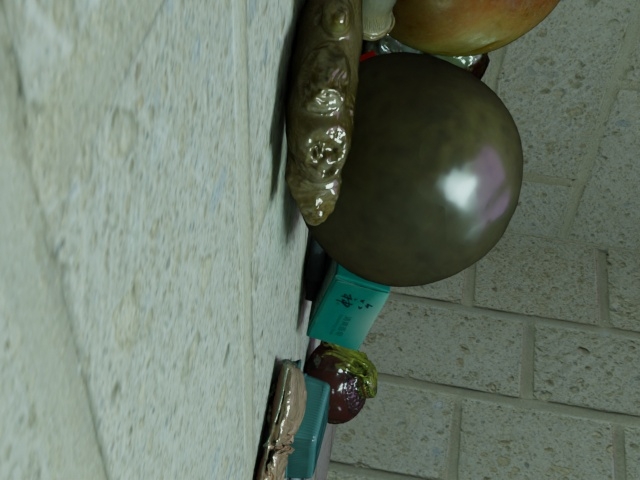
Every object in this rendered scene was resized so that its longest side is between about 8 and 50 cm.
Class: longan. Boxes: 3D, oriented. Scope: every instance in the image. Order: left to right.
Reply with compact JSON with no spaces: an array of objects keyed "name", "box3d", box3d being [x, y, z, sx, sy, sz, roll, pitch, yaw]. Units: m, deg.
[{"name":"longan","box3d":[0.101,-0.088,1.181,0.297,0.297,0.297,9,90,-85]}]

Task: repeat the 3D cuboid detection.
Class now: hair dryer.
[{"name":"hair dryer","box3d":[-0.003,0.007,1.460,0.173,0.050,0.195,-46,148,-78]}]

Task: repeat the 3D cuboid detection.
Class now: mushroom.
[{"name":"mushroom","box3d":[0.074,-0.387,1.324,0.096,0.108,0.247,-30,144,-26]}]

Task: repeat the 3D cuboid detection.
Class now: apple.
[{"name":"apple","box3d":[0.214,-0.451,1.498,0.305,0.338,0.338,-6,-110,55]}]

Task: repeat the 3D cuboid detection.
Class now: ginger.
[{"name":"ginger","box3d":[0.003,-0.185,1.018,0.166,0.080,0.333,149,-55,-77]}]

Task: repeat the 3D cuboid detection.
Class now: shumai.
[{"name":"shumai","box3d":[0.229,-0.430,2.005,0.309,0.263,0.304,51,50,-83]}]

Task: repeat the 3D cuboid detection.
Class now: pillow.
[{"name":"pillow","box3d":[-0.059,0.281,1.328,0.126,0.043,0.232,58,43,-74]}]

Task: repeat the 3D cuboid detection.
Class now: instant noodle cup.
[{"name":"instant noodle cup","box3d":[-0.030,0.296,1.524,0.179,0.070,0.157,94,9,-52]}]

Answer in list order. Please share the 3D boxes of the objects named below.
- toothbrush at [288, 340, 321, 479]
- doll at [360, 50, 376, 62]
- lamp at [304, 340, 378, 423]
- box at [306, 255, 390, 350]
[{"name":"toothbrush","box3d":[-0.017,0.318,1.864,0.042,0.035,0.413,115,-12,-65]},{"name":"doll","box3d":[0.054,-0.186,1.378,0.186,0.106,0.134,83,30,-72]},{"name":"lamp","box3d":[0.042,0.263,1.797,0.157,0.135,0.156,49,43,-64]},{"name":"box","box3d":[0.053,0.035,1.561,0.245,0.092,0.153,-82,-167,-46]}]
